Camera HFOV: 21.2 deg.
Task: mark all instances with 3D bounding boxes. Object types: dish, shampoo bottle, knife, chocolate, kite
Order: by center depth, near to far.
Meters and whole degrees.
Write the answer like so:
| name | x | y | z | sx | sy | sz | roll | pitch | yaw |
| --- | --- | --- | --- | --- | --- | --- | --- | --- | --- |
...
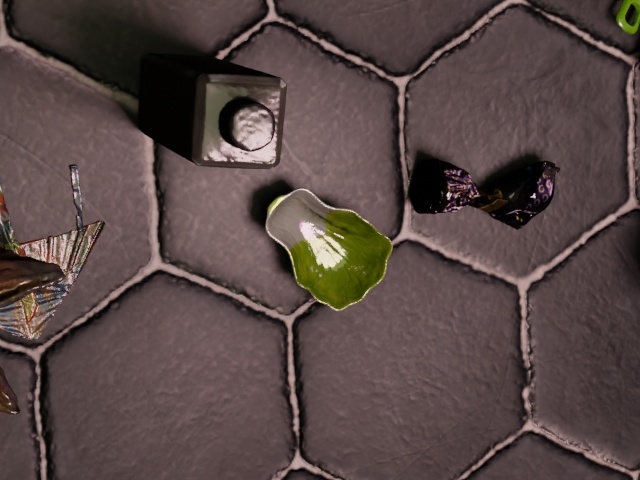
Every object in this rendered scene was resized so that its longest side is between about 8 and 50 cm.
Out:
| name | x | y | z | sx | sy | sz | roll | pitch | yaw |
| --- | --- | --- | --- | --- | --- | --- | --- | --- | --- |
| shampoo bottle | -0.093 | -0.112 | 1.472 | 0.080 | 0.246 | 0.079 | 1 | 100 | -19 |
| kite | -0.282 | 0.021 | 1.563 | 0.183 | 0.010 | 0.160 | -16 | 106 | -15 |
| dish | 0.000 | 0.000 | 1.640 | 0.137 | 0.039 | 0.091 | 41 | 92 | -21 |
| chocolate | 0.165 | -0.045 | 1.675 | 0.147 | 0.070 | 0.072 | 5 | 128 | -19 |
| knife | 0.339 | -0.281 | 1.702 | 0.078 | 0.022 | 0.166 | 27 | 91 | -24 |

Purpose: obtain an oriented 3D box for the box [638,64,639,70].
| name | x | y | z | sx | sy | sz | roll | pitch | yaw |
| --- | --- | --- | --- | --- | --- | --- | --- | --- | --- |
| box | 0.455 | -0.235 | 1.708 | 0.215 | 0.086 | 0.215 | 16 | 96 | -28 |

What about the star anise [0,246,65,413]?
| name | x | y | z | sx | sy | sz | roll | pitch | yaw |
| --- | --- | --- | --- | --- | --- | --- | --- | --- | --- |
| star anise | -0.389 | 0.048 | 1.479 | 0.332 | 0.117 | 0.331 | -6 | 111 | -17 |
